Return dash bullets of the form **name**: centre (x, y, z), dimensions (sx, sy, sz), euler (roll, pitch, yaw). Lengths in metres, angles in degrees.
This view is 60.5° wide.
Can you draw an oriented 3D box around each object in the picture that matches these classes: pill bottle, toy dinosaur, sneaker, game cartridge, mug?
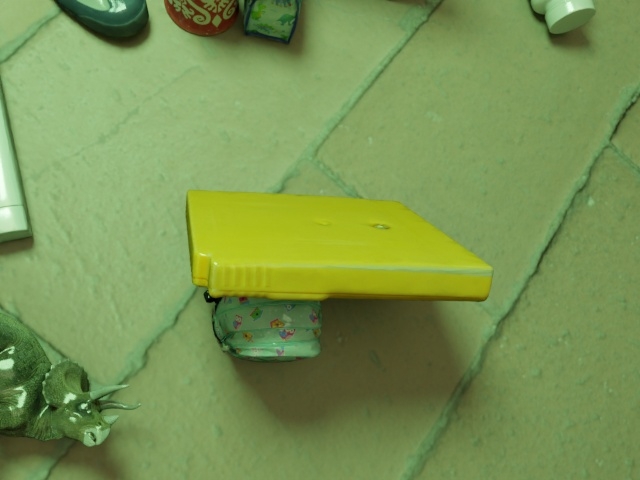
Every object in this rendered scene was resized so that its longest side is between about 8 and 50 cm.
- **pill bottle**: centre (0.427, -0.483, 0.996), dimensions (0.108, 0.108, 0.193), euler (-12, 81, -18)
- **toy dinosaur**: centre (-0.383, 0.155, 0.634), dimensions (0.313, 0.121, 0.160), euler (40, 58, 0)
- **sneaker**: centre (-0.358, -0.426, 0.745), dimensions (0.112, 0.131, 0.319), euler (-42, 92, -20)
- **game cartridge**: centre (0.000, 0.000, 0.686), dimensions (0.324, 0.285, 0.052), euler (1, 109, -15)
- **mug**: centre (-0.175, -0.398, 0.771), dimensions (0.150, 0.169, 0.113), euler (46, 71, -3)

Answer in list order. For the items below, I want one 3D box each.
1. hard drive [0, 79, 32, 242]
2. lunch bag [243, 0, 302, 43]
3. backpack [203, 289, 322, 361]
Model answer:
- **hard drive**: centre (-0.521, -0.153, 0.682), dimensions (0.233, 0.047, 0.352), euler (-13, 81, -18)
- **lunch bag**: centre (-0.065, -0.391, 0.811), dimensions (0.096, 0.151, 0.128), euler (6, 77, -15)
- **backpack**: centre (-0.059, 0.095, 0.687), dimensions (0.152, 0.182, 0.115), euler (-6, 80, -18)
